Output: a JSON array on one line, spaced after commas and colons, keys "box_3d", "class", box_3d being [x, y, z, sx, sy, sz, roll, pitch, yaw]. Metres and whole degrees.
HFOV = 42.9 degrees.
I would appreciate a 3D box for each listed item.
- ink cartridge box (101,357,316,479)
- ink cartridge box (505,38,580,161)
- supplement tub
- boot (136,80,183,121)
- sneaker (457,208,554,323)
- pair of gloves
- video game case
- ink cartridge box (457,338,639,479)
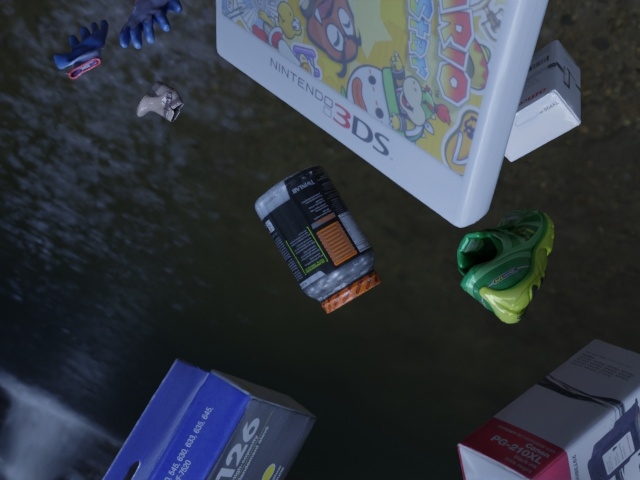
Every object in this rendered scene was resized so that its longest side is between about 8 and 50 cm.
[{"box_3d": [-0.143, 0.298, 0.899, 0.072, 0.303, 0.307, 28, 174, 23], "class": "ink cartridge box"}, {"box_3d": [0.389, -0.255, 1.483, 0.148, 0.203, 0.086, -30, 115, 35], "class": "ink cartridge box"}, {"box_3d": [0.000, 0.000, 1.153, 0.190, 0.117, 0.117, 60, 153, 4], "class": "supplement tub"}, {"box_3d": [-0.371, -0.308, 1.890, 0.087, 0.042, 0.118, 46, 121, 10], "class": "boot"}, {"box_3d": [0.276, 0.011, 1.226, 0.123, 0.295, 0.109, 29, 117, 4], "class": "sneaker"}, {"box_3d": [-0.274, -0.278, 1.096, 0.198, 0.159, 0.023, -29, 125, 6], "class": "pair of gloves"}, {"box_3d": [0.018, -0.146, 0.381, 0.206, 0.026, 0.227, 40, 142, 31], "class": "video game case"}, {"box_3d": [0.271, 0.240, 0.865, 0.100, 0.237, 0.172, 17, 127, 51], "class": "ink cartridge box"}]
